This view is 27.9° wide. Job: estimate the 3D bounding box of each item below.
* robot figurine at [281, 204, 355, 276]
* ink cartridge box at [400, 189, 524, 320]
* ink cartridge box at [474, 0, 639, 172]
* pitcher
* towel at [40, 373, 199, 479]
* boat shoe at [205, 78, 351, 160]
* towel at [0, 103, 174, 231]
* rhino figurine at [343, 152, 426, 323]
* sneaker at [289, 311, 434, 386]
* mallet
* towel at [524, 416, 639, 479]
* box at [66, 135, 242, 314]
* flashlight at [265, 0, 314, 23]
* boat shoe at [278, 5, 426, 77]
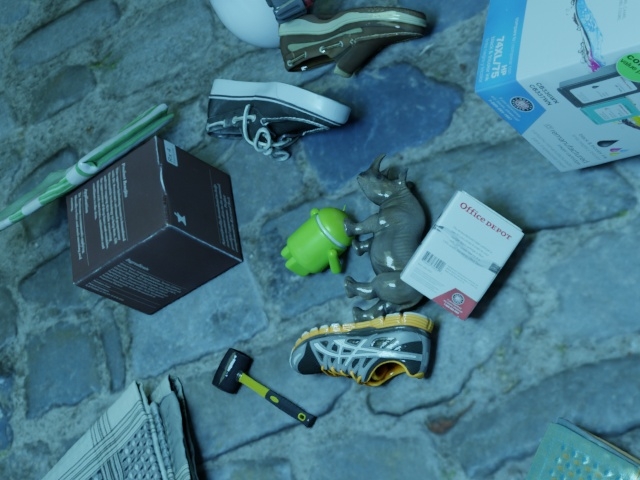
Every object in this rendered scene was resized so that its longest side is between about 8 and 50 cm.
[{"bbox_3d":[0.000,0.000,1.806,0.115,0.067,0.101,-42,41,18],"label":"robot figurine"},{"bbox_3d":[0.177,0.017,1.623,0.099,0.056,0.135,34,94,0],"label":"ink cartridge box"},{"bbox_3d":[0.355,-0.232,1.491,0.270,0.198,0.197,-13,53,42],"label":"ink cartridge box"},{"bbox_3d":[-0.109,-0.405,1.989,0.125,0.207,0.177,6,74,42],"label":"pitcher"},{"bbox_3d":[-0.302,0.377,1.856,0.324,0.056,0.312,-42,36,17],"label":"towel"},{"bbox_3d":[-0.075,-0.177,1.923,0.306,0.113,0.104,14,86,46],"label":"boat shoe"},{"bbox_3d":[-0.409,-0.109,2.106,0.325,0.038,0.248,-24,14,39],"label":"towel"},{"bbox_3d":[0.090,-0.009,1.728,0.106,0.073,0.243,-8,63,16],"label":"rhino figurine"},{"bbox_3d":[0.050,0.153,1.685,0.215,0.084,0.083,-16,66,33],"label":"sneaker"},{"bbox_3d":[-0.082,0.220,1.799,0.190,0.039,0.062,36,95,40],"label":"mallet"},{"bbox_3d":[0.337,0.386,1.364,0.370,0.040,0.271,28,90,42],"label":"towel"},{"bbox_3d":[-0.256,-0.018,1.961,0.203,0.167,0.168,-29,53,27],"label":"box"},{"bbox_3d":[0.049,-0.430,1.883,0.304,0.103,0.103,-28,85,3],"label":"flashlight"},{"bbox_3d":[0.047,-0.286,1.896,0.257,0.095,0.095,2,91,43],"label":"boat shoe"}]
